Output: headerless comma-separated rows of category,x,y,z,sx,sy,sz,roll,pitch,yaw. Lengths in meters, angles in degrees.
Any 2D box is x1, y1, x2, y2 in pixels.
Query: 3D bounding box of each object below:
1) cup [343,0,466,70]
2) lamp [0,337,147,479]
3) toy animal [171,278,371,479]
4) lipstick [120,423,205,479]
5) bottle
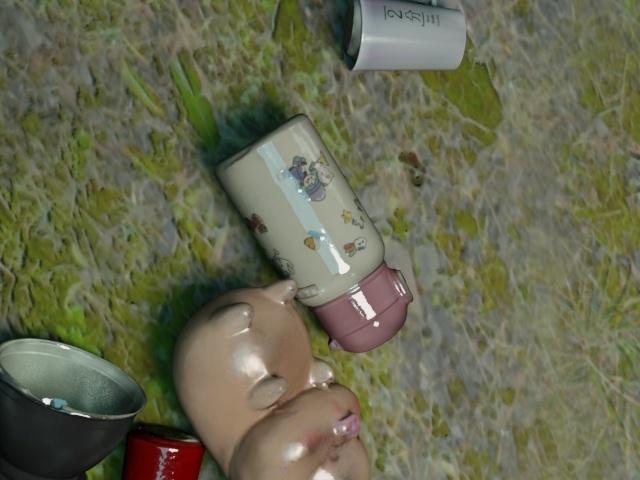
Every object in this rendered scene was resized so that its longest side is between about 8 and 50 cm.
cup,0.079,-0.216,1.171,0.116,0.074,0.104,1,64,-13
lamp,-0.277,0.221,1.093,0.172,0.147,0.228,24,102,-3
toy animal,-0.046,0.167,1.115,0.166,0.154,0.250,-25,88,-41
lipstick,-0.170,0.303,1.141,0.080,0.080,0.241,11,90,-9
bottle,0.000,0.000,1.140,0.110,0.110,0.233,-33,96,-7
